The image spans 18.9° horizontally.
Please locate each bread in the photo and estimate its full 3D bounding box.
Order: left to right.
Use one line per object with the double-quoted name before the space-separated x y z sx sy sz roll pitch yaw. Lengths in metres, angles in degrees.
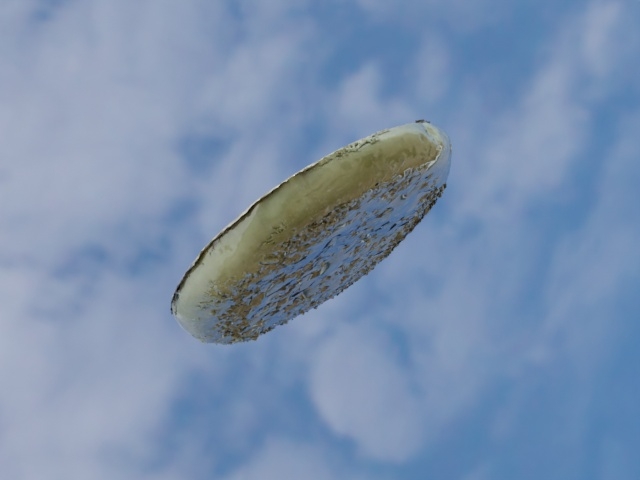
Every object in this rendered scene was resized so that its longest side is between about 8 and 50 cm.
"bread" 0.000 0.000 1.504 0.267 0.040 0.267 -33 -16 -11
